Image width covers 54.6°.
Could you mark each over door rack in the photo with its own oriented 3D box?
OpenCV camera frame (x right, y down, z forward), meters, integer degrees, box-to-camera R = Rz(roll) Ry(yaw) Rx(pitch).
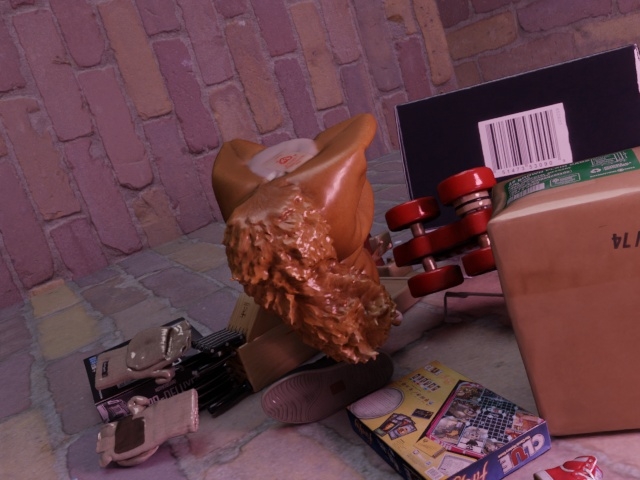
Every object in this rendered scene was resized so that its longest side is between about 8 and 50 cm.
[{"bbox_3d":[0.396,0.043,1.177,0.324,0.108,0.239,-12,14,24],"label":"over door rack"}]

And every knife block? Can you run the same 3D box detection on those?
[{"bbox_3d":[-0.121,0.235,1.182,0.275,0.242,0.088,27,-13,-34],"label":"knife block"}]

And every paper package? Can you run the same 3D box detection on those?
[{"bbox_3d":[0.393,0.049,0.736,0.324,0.310,0.168,-14,14,22],"label":"paper package"}]

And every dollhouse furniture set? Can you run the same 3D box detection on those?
[{"bbox_3d":[0.091,-0.028,1.316,0.173,0.356,0.303,-2,20,46],"label":"dollhouse furniture set"}]

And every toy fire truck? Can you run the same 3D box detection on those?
[{"bbox_3d":[0.285,-0.017,1.141,0.253,0.170,0.302,-8,-14,-45],"label":"toy fire truck"}]

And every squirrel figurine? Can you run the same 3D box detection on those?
[{"bbox_3d":[-0.005,0.043,1.021,0.280,0.371,0.397,-11,33,13],"label":"squirrel figurine"}]

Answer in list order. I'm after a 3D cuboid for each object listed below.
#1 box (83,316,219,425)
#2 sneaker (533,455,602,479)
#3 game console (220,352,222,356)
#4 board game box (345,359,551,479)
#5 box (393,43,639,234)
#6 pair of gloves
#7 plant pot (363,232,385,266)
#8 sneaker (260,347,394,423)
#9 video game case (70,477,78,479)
[{"bbox_3d":[-0.355,0.271,1.301,0.242,0.077,0.307,-23,15,-20],"label":"box"},{"bbox_3d":[0.272,0.260,0.630,0.067,0.042,0.118,-22,12,-3],"label":"sneaker"},{"bbox_3d":[-0.129,0.215,1.366,0.144,0.085,0.124,-9,-15,29],"label":"game console"},{"bbox_3d":[0.158,0.246,0.826,0.165,0.042,0.243,-23,15,-17],"label":"board game box"},{"bbox_3d":[0.475,-0.205,1.429,0.479,0.298,0.471,-10,0,22],"label":"box"},{"bbox_3d":[-0.300,0.264,1.077,0.204,0.042,0.240,-29,48,10],"label":"pair of gloves"},{"bbox_3d":[0.000,0.000,1.555,0.274,0.243,0.275,-17,15,5],"label":"plant pot"},{"bbox_3d":[0.003,0.232,1.031,0.222,0.083,0.118,-15,5,-14],"label":"sneaker"},{"bbox_3d":[-0.455,0.444,0.801,0.244,0.061,0.269,-18,14,-2],"label":"video game case"}]
